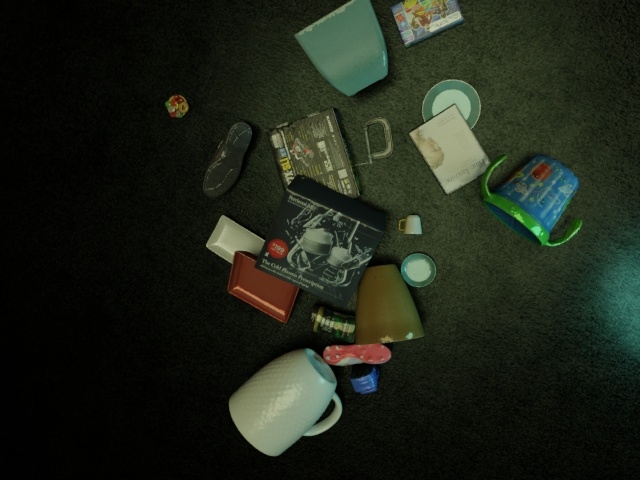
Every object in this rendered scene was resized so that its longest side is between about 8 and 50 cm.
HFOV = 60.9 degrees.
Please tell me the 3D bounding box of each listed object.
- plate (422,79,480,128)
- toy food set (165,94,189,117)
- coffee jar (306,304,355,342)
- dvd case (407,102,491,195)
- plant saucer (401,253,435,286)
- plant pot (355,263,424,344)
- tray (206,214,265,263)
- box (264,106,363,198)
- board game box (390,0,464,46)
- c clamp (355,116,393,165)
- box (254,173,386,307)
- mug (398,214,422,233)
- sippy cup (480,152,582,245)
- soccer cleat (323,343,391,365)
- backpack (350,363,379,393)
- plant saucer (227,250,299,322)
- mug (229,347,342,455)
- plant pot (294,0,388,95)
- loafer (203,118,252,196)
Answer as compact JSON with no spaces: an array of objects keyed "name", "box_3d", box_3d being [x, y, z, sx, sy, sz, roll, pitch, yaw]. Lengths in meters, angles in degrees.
[{"name":"plate","box_3d":[0.431,-0.434,1.799,0.188,0.024,0.188,2,99,12]},{"name":"toy food set","box_3d":[-0.528,-0.493,2.005,0.083,0.020,0.083,-35,91,15]},{"name":"coffee jar","box_3d":[0.044,0.299,1.974,0.185,0.079,0.096,16,101,10]},{"name":"dvd case","box_3d":[0.431,-0.297,1.803,0.180,0.022,0.253,-31,98,18]},{"name":"plant saucer","box_3d":[0.342,0.102,1.906,0.120,0.021,0.119,2,100,13]},{"name":"plant pot","box_3d":[0.220,0.215,1.865,0.237,0.237,0.254,-9,82,14]},{"name":"tray","box_3d":[-0.282,0.031,2.030,0.271,0.030,0.145,32,105,6]},{"name":"box","box_3d":[-0.022,-0.271,1.900,0.257,0.079,0.321,-17,95,17]},{"name":"board game box","box_3d":[0.344,-0.732,1.765,0.201,0.035,0.136,-20,94,15]},{"name":"c clamp","box_3d":[0.180,-0.340,1.871,0.137,0.022,0.160,-2,99,13]},{"name":"box","box_3d":[0.000,0.000,1.834,0.344,0.179,0.312,24,113,-1]},{"name":"mug","box_3d":[0.309,-0.055,1.870,0.078,0.062,0.064,2,91,6]},{"name":"sippy cup","box_3d":[0.670,-0.139,1.703,0.224,0.305,0.240,-50,42,5]},{"name":"soccer cleat","box_3d":[0.133,0.416,1.975,0.248,0.095,0.082,-5,62,10]},{"name":"backpack","box_3d":[0.164,0.498,1.958,0.098,0.120,0.101,-22,93,14]},{"name":"plant saucer","box_3d":[-0.203,0.160,1.969,0.259,0.047,0.258,27,139,7]},{"name":"mug","box_3d":[-0.084,0.583,1.975,0.328,0.276,0.374,-44,118,8]},{"name":"plant pot","box_3d":[0.095,-0.612,1.740,0.248,0.247,0.252,-26,109,15]},{"name":"loafer","box_3d":[-0.334,-0.298,1.972,0.109,0.095,0.302,23,110,-23]}]
